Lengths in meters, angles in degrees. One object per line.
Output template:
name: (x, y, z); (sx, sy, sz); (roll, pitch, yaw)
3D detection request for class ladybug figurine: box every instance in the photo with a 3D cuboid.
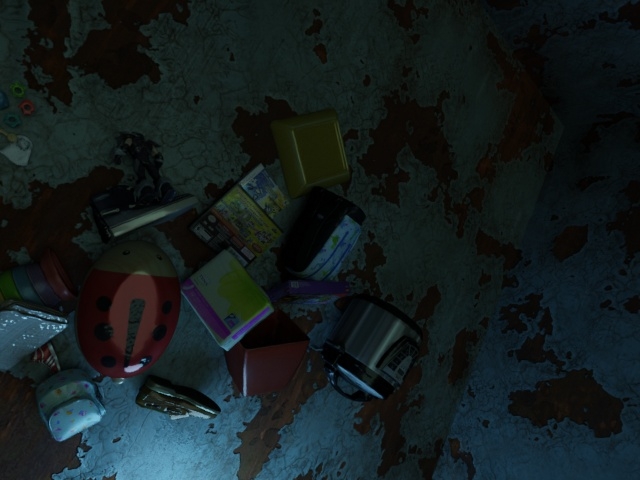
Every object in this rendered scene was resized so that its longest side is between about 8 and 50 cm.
ladybug figurine: (-0.581, 0.224, 1.247); (0.305, 0.162, 0.449); (6, 90, -32)

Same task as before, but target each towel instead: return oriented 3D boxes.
towel: (-0.877, 0.272, 1.132); (0.282, 0.049, 0.187); (-36, 143, 9)

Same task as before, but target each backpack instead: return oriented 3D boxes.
backpack: (0.000, 0.000, 1.653); (0.355, 0.290, 0.273); (-52, 135, -9)
backpack: (-0.779, 0.505, 1.255); (0.166, 0.144, 0.188); (-23, 114, -28)

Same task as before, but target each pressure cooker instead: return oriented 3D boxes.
pressure cooker: (0.207, 0.495, 1.780); (0.370, 0.375, 0.420); (34, 73, 8)

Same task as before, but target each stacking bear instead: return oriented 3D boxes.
stacking bear: (-0.892, 0.164, 1.161); (0.289, 0.164, 0.175); (-27, 109, -23)

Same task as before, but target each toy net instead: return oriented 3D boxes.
toy net: (-0.889, -0.335, 1.177); (0.122, 0.045, 0.232); (-21, 107, -32)

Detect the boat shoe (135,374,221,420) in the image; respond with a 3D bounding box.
boat shoe: (-0.518, 0.597, 1.477); (0.307, 0.110, 0.104); (33, 80, -21)

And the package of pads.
package of pads: (-0.331, 0.200, 1.433); (0.229, 0.296, 0.101); (-40, 156, -13)

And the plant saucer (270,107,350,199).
plant saucer: (-0.014, -0.377, 1.718); (0.333, 0.081, 0.333); (-23, 106, -29)

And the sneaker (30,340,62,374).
sneaker: (-0.858, 0.382, 1.264); (0.067, 0.042, 0.118); (-21, 98, -34)

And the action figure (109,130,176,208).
action figure: (-0.576, -0.245, 1.309); (0.185, 0.099, 0.285); (-2, 59, -50)

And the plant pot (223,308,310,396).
plant pot: (-0.231, 0.438, 1.564); (0.267, 0.267, 0.236); (0, 108, -33)

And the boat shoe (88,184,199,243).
boat shoe: (-0.587, -0.128, 1.350); (0.340, 0.127, 0.158); (-30, 94, -38)

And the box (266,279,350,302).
box: (-0.051, 0.219, 1.677); (0.293, 0.201, 0.057); (5, 68, -33)

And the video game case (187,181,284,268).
video game case: (-0.317, -0.041, 1.545); (0.248, 0.035, 0.275); (-44, 117, -5)

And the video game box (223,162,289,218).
video game box: (-0.249, -0.170, 1.605); (0.187, 0.048, 0.205); (-45, 116, -18)
